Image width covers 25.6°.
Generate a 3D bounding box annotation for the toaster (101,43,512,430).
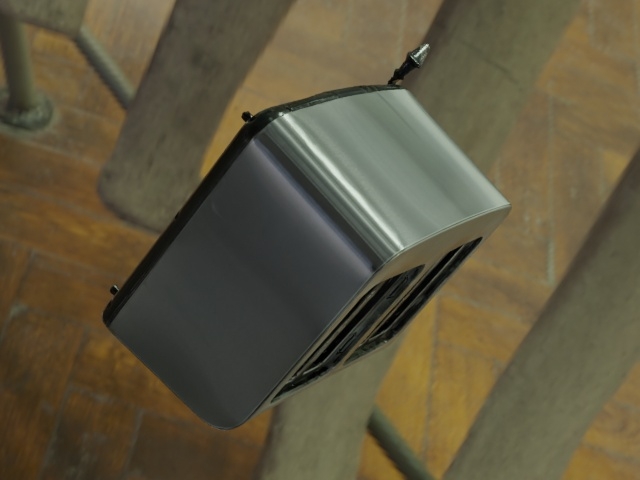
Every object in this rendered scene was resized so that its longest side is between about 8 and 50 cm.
[{"bbox_3d":[0.000,0.000,0.766,0.110,0.185,0.168,47,29,13],"label":"toaster"}]
